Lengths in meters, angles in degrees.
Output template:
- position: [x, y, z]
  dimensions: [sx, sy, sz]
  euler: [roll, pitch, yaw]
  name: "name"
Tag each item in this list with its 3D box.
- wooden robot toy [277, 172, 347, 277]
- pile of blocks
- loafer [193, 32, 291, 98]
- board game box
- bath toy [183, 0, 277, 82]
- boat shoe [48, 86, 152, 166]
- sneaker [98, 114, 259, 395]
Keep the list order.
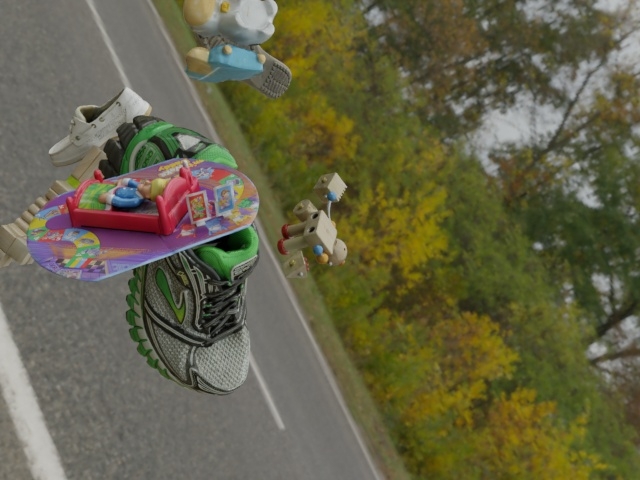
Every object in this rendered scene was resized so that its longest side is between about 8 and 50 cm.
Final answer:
- position: [0.000, 0.000, 1.008]
  dimensions: [0.079, 0.076, 0.173]
  euler: [49, 39, -32]
  name: "wooden robot toy"
- position: [-0.543, -0.047, 1.715]
  dimensions: [0.113, 0.362, 0.149]
  euler: [39, -24, 8]
  name: "pile of blocks"
- position: [-0.168, -0.370, 1.594]
  dimensions: [0.092, 0.102, 0.268]
  euler: [32, -1, 39]
  name: "loafer"
- position: [-0.131, -0.034, 0.576]
  dimensions: [0.133, 0.169, 0.033]
  euler: [43, -34, 48]
  name: "board game box"
- position: [-0.145, -0.443, 1.350]
  dimensions: [0.129, 0.151, 0.348]
  euler: [-10, -113, 60]
  name: "bath toy"
- position: [-0.507, -0.259, 1.763]
  dimensions: [0.096, 0.277, 0.098]
  euler: [51, 23, -33]
  name: "boat shoe"
- position: [-0.134, 0.041, 0.865]
  dimensions: [0.146, 0.134, 0.343]
  euler: [20, -47, 38]
  name: "sneaker"
